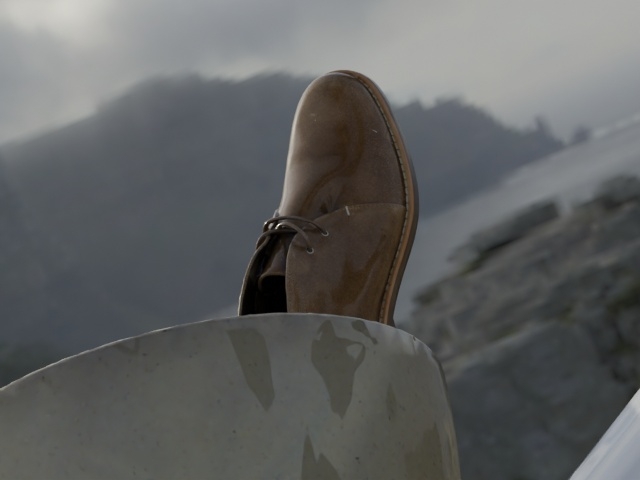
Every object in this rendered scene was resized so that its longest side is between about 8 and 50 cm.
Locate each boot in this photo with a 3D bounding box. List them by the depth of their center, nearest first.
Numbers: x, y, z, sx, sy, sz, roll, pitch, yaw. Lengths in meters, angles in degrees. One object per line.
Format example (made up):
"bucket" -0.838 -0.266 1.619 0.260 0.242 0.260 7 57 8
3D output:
"boot" 0.000 0.000 1.518 0.112 0.305 0.115 -12 -22 35

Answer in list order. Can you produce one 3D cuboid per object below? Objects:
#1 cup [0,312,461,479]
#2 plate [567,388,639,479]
"cup" -0.055 0.222 1.090 0.331 0.237 0.331 -13 -29 -7
"plate" 0.240 0.131 0.799 0.277 0.278 0.045 -53 -23 -2
